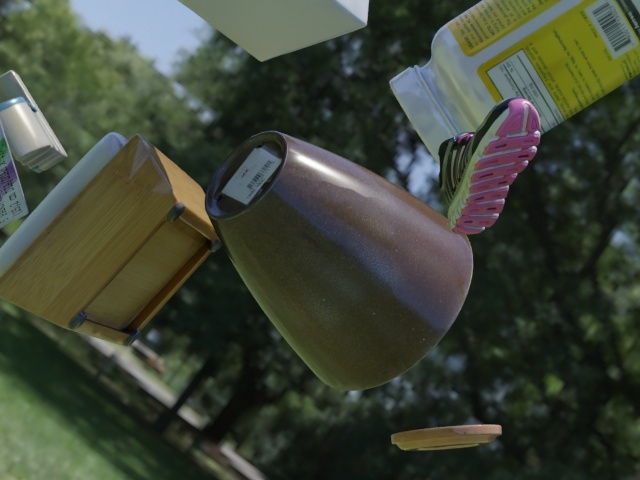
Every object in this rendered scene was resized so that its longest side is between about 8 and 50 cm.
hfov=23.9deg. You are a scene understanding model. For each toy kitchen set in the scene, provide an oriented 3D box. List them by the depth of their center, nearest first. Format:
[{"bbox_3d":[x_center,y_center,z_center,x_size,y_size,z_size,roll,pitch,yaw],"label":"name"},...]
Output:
[{"bbox_3d":[-0.410,-0.116,1.781,0.122,0.166,0.207,59,-3,0],"label":"toy kitchen set"}]

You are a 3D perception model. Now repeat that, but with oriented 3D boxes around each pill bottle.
[{"bbox_3d":[0.264,-0.233,1.932,0.188,0.334,0.188,56,9,-14],"label":"pill bottle"}]

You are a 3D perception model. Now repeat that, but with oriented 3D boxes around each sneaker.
[{"bbox_3d":[0.145,-0.080,1.378,0.170,0.063,0.075,109,-36,-51],"label":"sneaker"}]

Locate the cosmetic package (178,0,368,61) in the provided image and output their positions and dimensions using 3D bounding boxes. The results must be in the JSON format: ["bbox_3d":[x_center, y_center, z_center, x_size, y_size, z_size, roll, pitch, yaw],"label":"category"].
[{"bbox_3d":[-0.113,-0.371,1.536,0.156,0.217,0.385,-15,-30,37],"label":"cosmetic package"}]

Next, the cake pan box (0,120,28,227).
[{"bbox_3d":[-0.394,-0.064,1.301,0.070,0.246,0.267,47,-25,35],"label":"cake pan box"}]

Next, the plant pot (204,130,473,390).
[{"bbox_3d":[0.000,0.000,1.518,0.230,0.215,0.215,42,-10,-33],"label":"plant pot"}]

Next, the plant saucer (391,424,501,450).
[{"bbox_3d":[0.095,0.149,1.142,0.083,0.013,0.083,-4,-12,-1],"label":"plant saucer"}]

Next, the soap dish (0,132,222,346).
[{"bbox_3d":[-0.230,0.009,1.725,0.118,0.229,0.291,43,-1,13],"label":"soap dish"}]
